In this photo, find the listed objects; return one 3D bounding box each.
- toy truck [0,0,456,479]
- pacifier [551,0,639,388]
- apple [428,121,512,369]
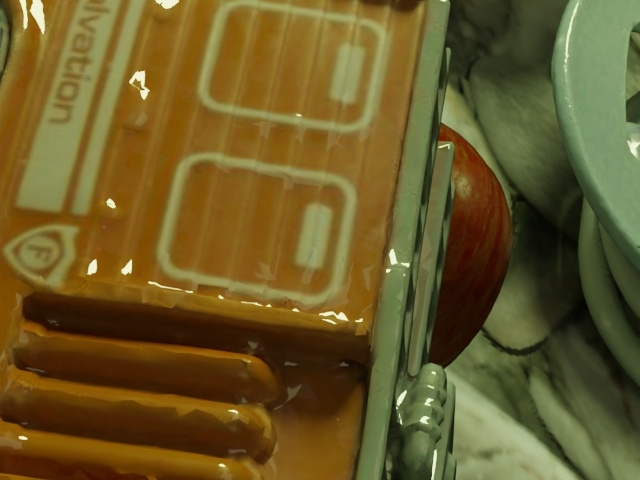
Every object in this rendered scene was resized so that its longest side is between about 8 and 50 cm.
[{"bbox_3d":[-0.071,0.095,0.496,0.207,0.173,0.387,6,61,8],"label":"toy truck"},{"bbox_3d":[0.262,-0.044,0.863,0.299,0.233,0.244,20,55,-24],"label":"pacifier"},{"bbox_3d":[0.000,0.000,0.707,0.146,0.146,0.131,38,76,-10],"label":"apple"}]
